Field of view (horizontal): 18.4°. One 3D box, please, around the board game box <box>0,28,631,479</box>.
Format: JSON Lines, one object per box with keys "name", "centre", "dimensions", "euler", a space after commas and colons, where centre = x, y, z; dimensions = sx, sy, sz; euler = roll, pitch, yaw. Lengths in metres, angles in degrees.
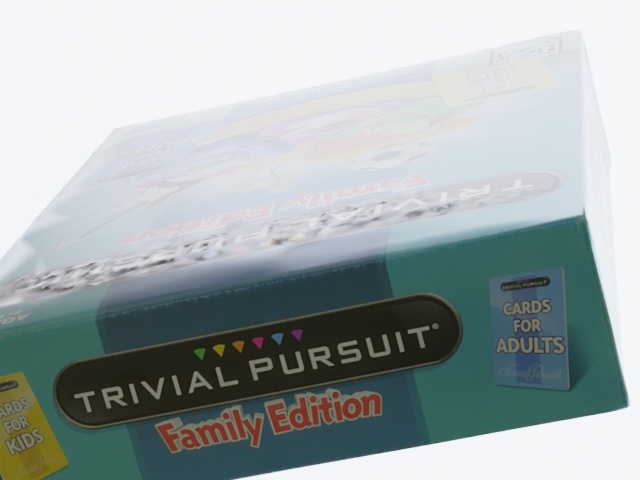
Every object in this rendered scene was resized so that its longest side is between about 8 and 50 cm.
{"name": "board game box", "centre": [0.000, 0.000, 0.869], "dimensions": [0.254, 0.336, 0.079], "euler": [-12, -75, 10]}
